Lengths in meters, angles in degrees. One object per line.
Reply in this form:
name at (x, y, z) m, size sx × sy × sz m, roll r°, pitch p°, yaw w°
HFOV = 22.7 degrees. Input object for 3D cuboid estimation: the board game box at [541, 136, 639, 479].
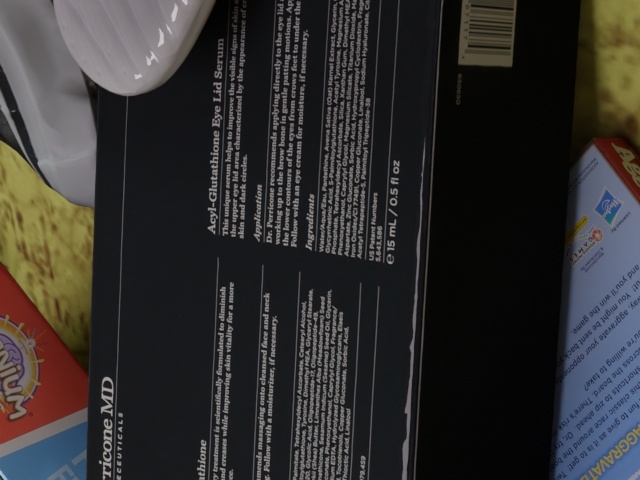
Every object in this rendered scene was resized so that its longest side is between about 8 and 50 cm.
board game box at (0.076, 0.104, 0.683) m, size 0.281 × 0.027 × 0.145 m, roll -51°, pitch 56°, yaw 32°

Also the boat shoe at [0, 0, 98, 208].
boat shoe at (-0.150, -0.117, 0.693) m, size 0.119 × 0.121 × 0.335 m, roll 6°, pitch 156°, yaw 9°

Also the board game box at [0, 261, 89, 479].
board game box at (-0.145, 0.165, 0.872) m, size 0.242 × 0.064 × 0.316 m, roll 51°, pitch 155°, yaw 4°

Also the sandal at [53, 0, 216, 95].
sandal at (-0.025, -0.178, 0.583) m, size 0.102 × 0.076 × 0.265 m, roll 39°, pitch 118°, yaw 28°

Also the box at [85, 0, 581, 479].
box at (0.000, 0.000, 0.656) m, size 0.184 × 0.103 × 0.261 m, roll 9°, pitch 99°, yaw 39°
